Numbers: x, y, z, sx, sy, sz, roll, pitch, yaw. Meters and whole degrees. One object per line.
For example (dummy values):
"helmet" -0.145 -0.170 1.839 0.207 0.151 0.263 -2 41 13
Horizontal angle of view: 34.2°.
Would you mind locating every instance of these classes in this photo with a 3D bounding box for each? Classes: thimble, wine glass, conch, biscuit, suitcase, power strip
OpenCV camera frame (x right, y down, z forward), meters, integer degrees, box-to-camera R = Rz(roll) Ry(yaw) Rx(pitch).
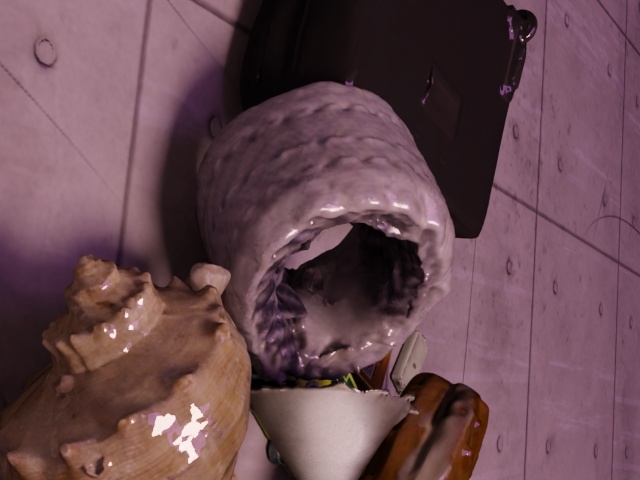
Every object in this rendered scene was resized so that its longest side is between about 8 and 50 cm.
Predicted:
"thimble" 0.000 0.000 0.925 0.157 0.217 0.245 -109 -149 -44
"wine glass" 0.003 0.241 0.876 0.156 0.156 0.232 24 64 -56
"conch" -0.134 0.140 0.776 0.263 0.186 0.324 -67 164 -58
"biscuit" 0.083 0.294 1.076 0.332 0.103 0.332 22 90 -79
"suitcase" 0.079 -0.182 1.122 0.345 0.188 0.339 40 58 -51
"power strip" 0.114 0.156 1.326 0.040 0.016 0.090 62 39 -35

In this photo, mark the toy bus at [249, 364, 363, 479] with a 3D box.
"toy bus" -0.010 0.169 1.056 0.101 0.088 0.175 -59 135 -41

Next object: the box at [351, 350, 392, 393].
"box" 0.039 0.108 1.201 0.156 0.022 0.089 49 50 -46
